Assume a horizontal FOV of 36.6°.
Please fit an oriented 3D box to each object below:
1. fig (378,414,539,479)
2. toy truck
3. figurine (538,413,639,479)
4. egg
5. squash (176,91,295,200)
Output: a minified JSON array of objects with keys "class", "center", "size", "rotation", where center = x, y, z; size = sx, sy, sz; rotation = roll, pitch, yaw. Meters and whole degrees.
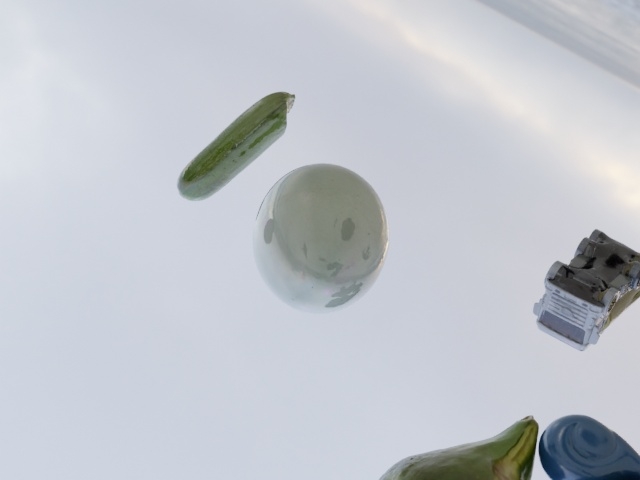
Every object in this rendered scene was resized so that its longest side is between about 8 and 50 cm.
[{"class":"fig","center":[0.193,0.326,1.230],"size":[0.206,0.206,0.275],"rotation":[35,-124,21]},{"class":"toy truck","center":[0.206,0.038,0.725],"size":[0.052,0.063,0.123],"rotation":[28,-147,26]},{"class":"figurine","center":[0.375,0.392,1.119],"size":[0.242,0.298,0.416],"rotation":[14,-131,-2]},{"class":"egg","center":[0.000,0.000,1.057],"size":[0.151,0.151,0.209],"rotation":[26,-151,-8]},{"class":"squash","center":[-0.128,-0.145,1.495],"size":[0.069,0.239,0.069],"rotation":[46,-167,-14]}]
